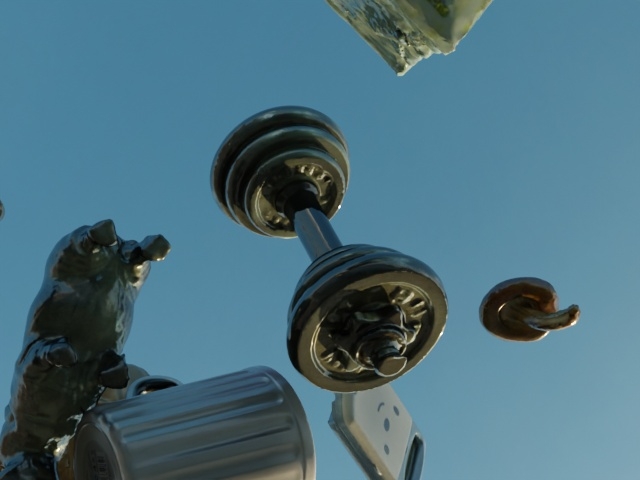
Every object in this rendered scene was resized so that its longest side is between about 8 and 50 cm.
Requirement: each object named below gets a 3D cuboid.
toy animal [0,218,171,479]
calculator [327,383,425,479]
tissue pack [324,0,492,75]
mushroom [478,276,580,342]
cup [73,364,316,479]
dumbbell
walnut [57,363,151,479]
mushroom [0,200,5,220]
[{"bbox_3d":[-0.266,0.140,1.028,0.106,0.168,0.343,24,-98,-25],"label":"toy animal"},{"bbox_3d":[0.073,0.234,1.220,0.039,0.121,0.210,-16,-60,30],"label":"calculator"},{"bbox_3d":[0.115,-0.399,0.975,0.287,0.162,0.388,42,-105,-19],"label":"tissue pack"},{"bbox_3d":[0.251,0.081,1.160,0.130,0.073,0.088,-5,-62,44],"label":"mushroom"},{"bbox_3d":[-0.145,0.227,1.033,0.221,0.202,0.166,-11,-94,55],"label":"cup"},{"bbox_3d":[0.000,0.000,1.108,0.179,0.406,0.179,-13,-48,-15],"label":"dumbbell"},{"bbox_3d":[-0.280,0.261,1.256,0.198,0.245,0.198,-6,-38,-5],"label":"walnut"},{"bbox_3d":[-0.399,-0.005,0.953,0.207,0.215,0.207,12,-62,24],"label":"mushroom"}]
